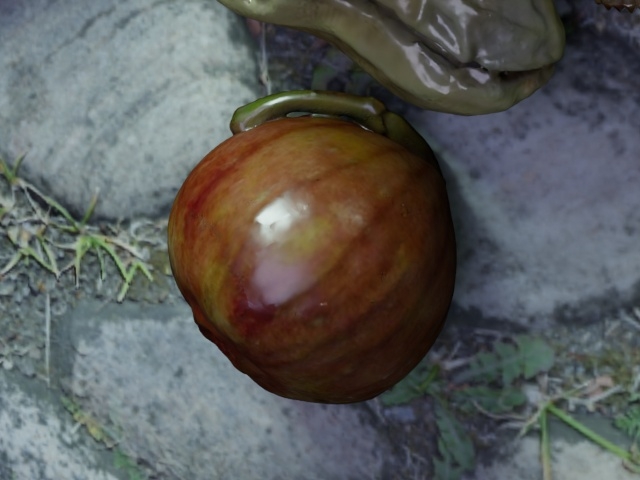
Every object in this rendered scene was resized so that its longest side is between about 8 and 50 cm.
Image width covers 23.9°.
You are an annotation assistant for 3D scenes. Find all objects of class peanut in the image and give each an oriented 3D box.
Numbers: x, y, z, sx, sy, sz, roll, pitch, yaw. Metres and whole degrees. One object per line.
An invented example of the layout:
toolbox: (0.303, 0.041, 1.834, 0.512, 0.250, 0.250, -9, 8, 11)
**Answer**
peanut: (0.019, -0.173, 0.932, 0.290, 0.130, 0.130, 28, 114, 14)

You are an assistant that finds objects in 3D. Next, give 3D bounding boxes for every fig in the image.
fig: (0.001, 0.001, 0.966, 0.205, 0.205, 0.205, 7, 107, 24)

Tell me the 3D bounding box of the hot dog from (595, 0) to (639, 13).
hot dog: (0.164, -0.223, 0.889, 0.099, 0.053, 0.192, -26, 93, 25)
